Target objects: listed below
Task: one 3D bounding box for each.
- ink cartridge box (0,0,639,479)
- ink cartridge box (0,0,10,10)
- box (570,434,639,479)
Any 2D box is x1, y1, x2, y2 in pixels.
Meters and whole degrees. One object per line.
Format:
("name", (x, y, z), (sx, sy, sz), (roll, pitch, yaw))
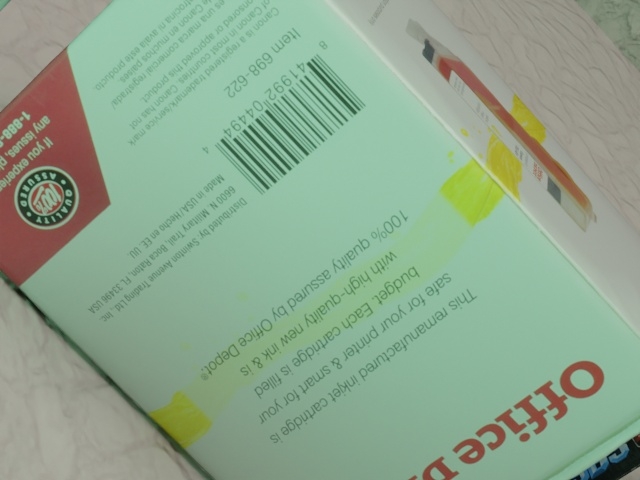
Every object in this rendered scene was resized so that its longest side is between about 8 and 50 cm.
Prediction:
("ink cartridge box", (0.000, 0.000, 0.950), (0.384, 0.279, 0.160), (47, 25, -10))
("ink cartridge box", (-0.333, -0.309, 0.943), (0.285, 0.166, 0.395), (32, 33, -35))
("box", (0.247, 0.127, 1.159), (0.073, 0.293, 0.295), (56, 27, 11))
